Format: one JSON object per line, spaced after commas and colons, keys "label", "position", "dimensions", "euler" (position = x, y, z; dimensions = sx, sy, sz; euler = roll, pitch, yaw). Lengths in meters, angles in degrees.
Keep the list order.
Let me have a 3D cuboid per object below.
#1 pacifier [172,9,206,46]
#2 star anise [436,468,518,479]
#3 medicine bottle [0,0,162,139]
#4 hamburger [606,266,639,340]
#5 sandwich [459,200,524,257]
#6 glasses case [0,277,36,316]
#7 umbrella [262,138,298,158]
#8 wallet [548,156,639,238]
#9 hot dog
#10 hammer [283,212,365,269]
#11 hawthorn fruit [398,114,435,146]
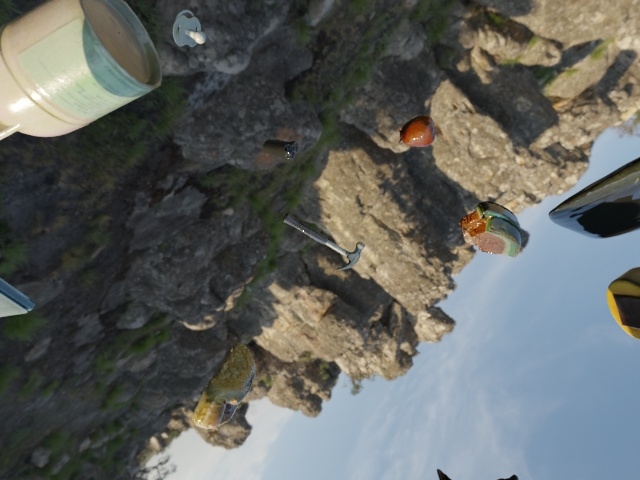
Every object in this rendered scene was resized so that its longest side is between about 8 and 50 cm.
{"label": "pacifier", "position": [-0.262, -0.429, 0.826], "dimensions": [0.083, 0.064, 0.068], "euler": [-43, 156, -58]}
{"label": "star anise", "position": [0.216, 0.429, 0.552], "dimensions": [0.196, 0.212, 0.111], "euler": [-2, 159, -16]}
{"label": "medicine bottle", "position": [-0.594, -0.368, 0.896], "dimensions": [0.407, 0.235, 0.236], "euler": [-20, -175, 14]}
{"label": "hamburger", "position": [0.546, 0.110, 0.655], "dimensions": [0.082, 0.141, 0.126], "euler": [-17, 161, -4]}
{"label": "sandwich", "position": [0.480, -0.022, 1.128], "dimensions": [0.159, 0.235, 0.079], "euler": [-9, -123, 24]}
{"label": "glasses case", "position": [-0.618, 0.053, 0.674], "dimensions": [0.266, 0.105, 0.056], "euler": [78, 29, -53]}
{"label": "umbrella", "position": [-0.078, -0.180, 0.783], "dimensions": [0.036, 0.031, 0.133], "euler": [-24, -155, -20]}
{"label": "wallet", "position": [0.334, -0.054, 0.405], "dimensions": [0.169, 0.052, 0.245], "euler": [-32, 155, 35]}
{"label": "hot dog", "position": [-0.176, 0.283, 0.793], "dimensions": [0.084, 0.073, 0.242], "euler": [-59, -179, 5]}
{"label": "hammer", "position": [0.000, 0.000, 1.143], "dimensions": [0.102, 0.247, 0.029], "euler": [-62, -172, -10]}
{"label": "hawthorn fruit", "position": [0.244, -0.277, 1.029], "dimensions": [0.093, 0.080, 0.081], "euler": [-6, -166, 20]}
